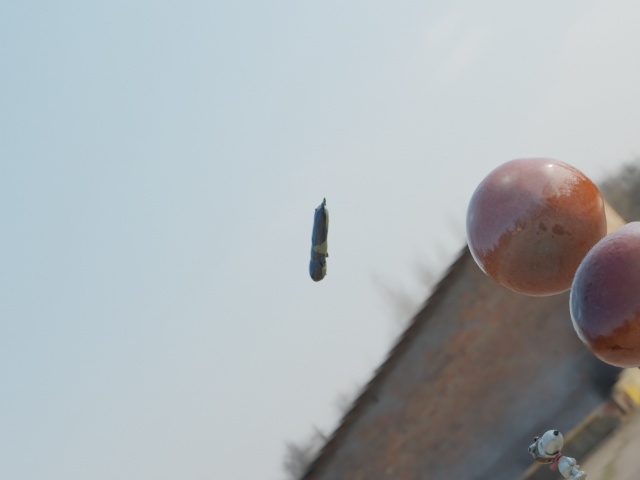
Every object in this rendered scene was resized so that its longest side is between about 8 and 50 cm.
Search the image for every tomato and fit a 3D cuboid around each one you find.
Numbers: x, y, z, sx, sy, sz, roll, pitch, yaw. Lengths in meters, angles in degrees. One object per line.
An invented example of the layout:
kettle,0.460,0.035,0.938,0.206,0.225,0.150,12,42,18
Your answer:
tomato,0.389,0.074,1.967,0.112,0.199,0.228,-2,-14,-15
tomato,0.390,-0.024,2.679,0.256,0.256,0.224,-48,19,33

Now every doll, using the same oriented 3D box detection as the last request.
doll,0.000,0.000,2.092,0.037,0.027,0.125,-72,-11,-68
doll,0.308,0.283,1.921,0.040,0.085,0.058,-20,-21,-31
